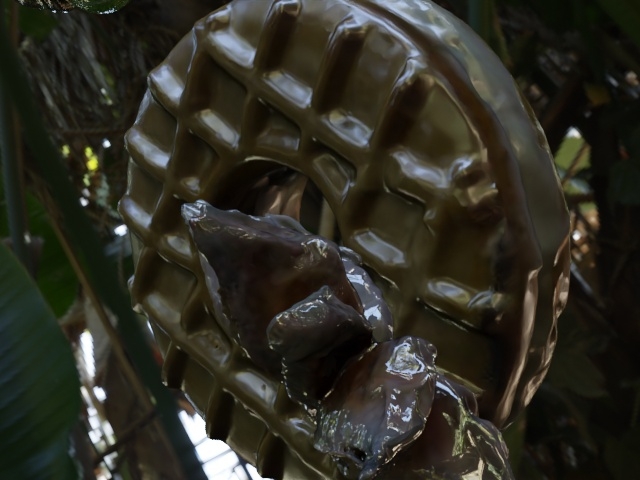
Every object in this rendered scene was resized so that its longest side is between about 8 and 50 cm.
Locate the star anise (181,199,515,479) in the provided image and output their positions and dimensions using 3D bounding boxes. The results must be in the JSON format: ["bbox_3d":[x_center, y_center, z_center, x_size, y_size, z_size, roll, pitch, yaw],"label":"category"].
[{"bbox_3d":[0.020,0.056,0.397,0.065,0.182,0.195,-39,-47,-5],"label":"star anise"}]

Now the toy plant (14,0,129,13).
[{"bbox_3d":[-0.279,-0.308,1.135,0.162,0.093,0.093,6,-24,16],"label":"toy plant"}]

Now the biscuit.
[{"bbox_3d":[0.000,0.000,0.618,0.103,0.332,0.332,-13,-35,-47],"label":"biscuit"}]
